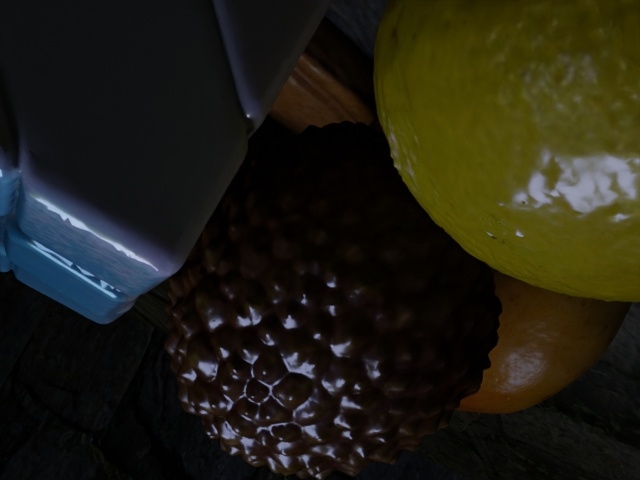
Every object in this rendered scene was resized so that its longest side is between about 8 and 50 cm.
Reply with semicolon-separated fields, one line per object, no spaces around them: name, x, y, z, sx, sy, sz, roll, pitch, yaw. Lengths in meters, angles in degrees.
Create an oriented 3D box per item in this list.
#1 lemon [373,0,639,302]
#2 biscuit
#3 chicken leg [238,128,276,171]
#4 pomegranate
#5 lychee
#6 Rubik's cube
lemon;0.152;-0.082;0.519;0.236;0.236;0.263;38;178;-30
biscuit;-0.092;-0.142;1.079;0.350;0.078;0.455;27;165;-8
chicken leg;-0.001;-0.006;1.011;0.322;0.083;0.177;33;-159;-32
pomegranate;0.120;0.006;0.854;0.264;0.264;0.264;27;165;8
lychee;0.018;0.030;0.658;0.200;0.238;0.200;49;171;10
Rubik's cube;-0.167;-0.166;0.646;0.322;0.318;0.316;31;164;-11
